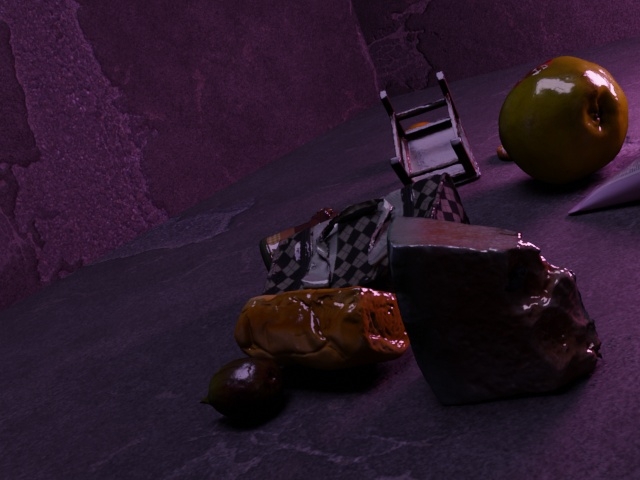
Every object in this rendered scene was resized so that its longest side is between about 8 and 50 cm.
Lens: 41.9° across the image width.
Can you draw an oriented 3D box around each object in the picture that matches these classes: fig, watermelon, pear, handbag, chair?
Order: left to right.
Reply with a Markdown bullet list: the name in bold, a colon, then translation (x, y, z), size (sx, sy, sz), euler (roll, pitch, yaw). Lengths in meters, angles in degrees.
- **fig**: translation (-0.135, 0.247, 1.376), size (0.154, 0.103, 0.109), euler (-24, -26, 35)
- **handbag**: translation (0.081, 0.045, 1.658), size (0.416, 0.180, 0.317), euler (-22, 17, 22)
- **chair**: translation (0.319, -0.228, 2.296), size (0.203, 0.416, 0.241), euler (-18, 59, 14)
- **watermelon**: translation (0.200, 0.091, 1.148), size (0.301, 0.264, 0.151), euler (-2, 25, 43)
- **pear**: translation (0.544, -0.268, 1.935), size (0.287, 0.287, 0.375), euler (-26, -1, -18)

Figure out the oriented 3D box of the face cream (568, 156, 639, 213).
- **face cream**: translation (0.631, -0.122, 1.654), size (0.154, 0.096, 0.273), euler (-37, 8, -38)

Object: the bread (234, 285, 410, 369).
- **bread**: translation (-0.002, 0.147, 1.406), size (0.294, 0.132, 0.166), euler (-9, -5, 42)

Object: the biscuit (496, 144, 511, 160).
- **biscuit**: translation (0.592, -0.266, 2.295), size (0.228, 0.031, 0.176), euler (-16, 17, 23)

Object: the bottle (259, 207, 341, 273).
- **bottle**: translation (0.000, 0.000, 1.929), size (0.271, 0.156, 0.143), euler (-24, 53, 3)

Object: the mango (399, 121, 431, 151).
- **mango**: translation (0.316, -0.325, 2.727), size (0.144, 0.113, 0.219), euler (-27, 11, -11)
